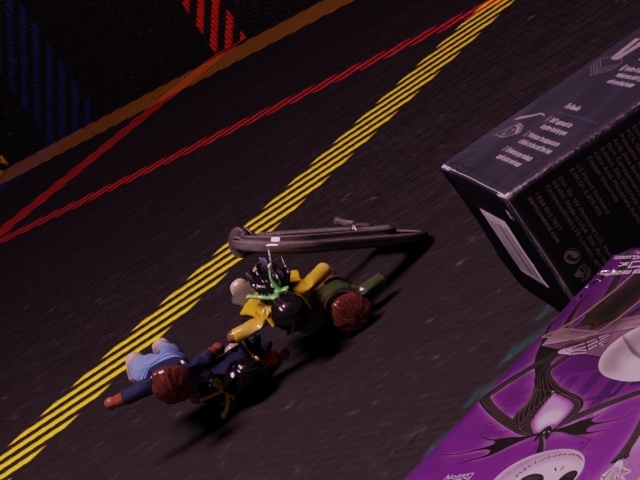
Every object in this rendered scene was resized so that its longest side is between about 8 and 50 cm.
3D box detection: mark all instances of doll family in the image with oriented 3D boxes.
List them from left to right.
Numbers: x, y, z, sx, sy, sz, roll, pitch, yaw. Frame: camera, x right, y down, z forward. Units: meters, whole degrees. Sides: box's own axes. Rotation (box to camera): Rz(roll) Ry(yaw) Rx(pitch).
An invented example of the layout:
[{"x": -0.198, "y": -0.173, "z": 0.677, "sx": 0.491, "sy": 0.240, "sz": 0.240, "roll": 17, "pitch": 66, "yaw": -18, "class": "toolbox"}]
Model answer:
[{"x": -0.049, "y": 0.064, "z": 1.259, "sx": 0.193, "sy": 0.076, "sz": 0.111, "roll": -40, "pitch": 17, "yaw": -5, "class": "doll family"}]

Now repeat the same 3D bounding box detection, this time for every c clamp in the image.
[{"x": 0.000, "y": 0.000, "z": 1.355, "sx": 0.161, "sy": 0.022, "sz": 0.137, "roll": -4, "pitch": 7, "yaw": -42, "class": "c clamp"}]

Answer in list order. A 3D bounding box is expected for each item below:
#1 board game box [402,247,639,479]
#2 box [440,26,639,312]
[{"x": 0.178, "y": 0.063, "z": 0.593, "sx": 0.347, "sy": 0.056, "sz": 0.208, "roll": -7, "pitch": 32, "yaw": 48, "class": "board game box"}, {"x": 0.166, "y": -0.040, "z": 1.033, "sx": 0.158, "sy": 0.093, "sz": 0.156, "roll": -35, "pitch": 12, "yaw": -2, "class": "box"}]
